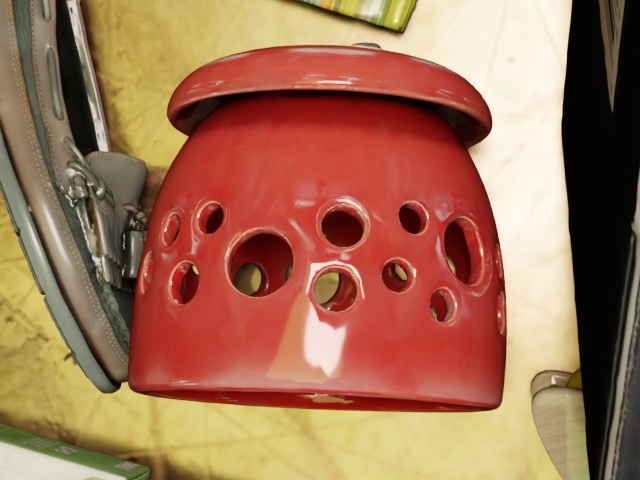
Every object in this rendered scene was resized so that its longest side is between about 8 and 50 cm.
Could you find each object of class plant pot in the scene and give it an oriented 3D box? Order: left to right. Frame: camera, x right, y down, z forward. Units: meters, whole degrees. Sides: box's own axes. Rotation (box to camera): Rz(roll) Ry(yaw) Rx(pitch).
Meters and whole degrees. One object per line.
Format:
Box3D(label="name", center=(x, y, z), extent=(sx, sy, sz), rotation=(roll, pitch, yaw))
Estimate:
Box3D(label="plant pot", center=(0.000, 0.000, 0.826), extent=(0.191, 0.191, 0.174), rotation=(0, 80, 7))

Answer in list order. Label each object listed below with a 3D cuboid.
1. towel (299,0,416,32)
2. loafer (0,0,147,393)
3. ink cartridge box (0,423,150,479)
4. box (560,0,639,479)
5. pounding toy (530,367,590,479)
Box3D(label="towel", center=(-0.048, -0.199, 0.920), extent=(0.237, 0.021, 0.102), rotation=(19, 85, 9))
Box3D(label="loafer", center=(-0.138, -0.051, 0.891), extent=(0.084, 0.096, 0.267), rotation=(-23, 83, 0))
Box3D(label="ink cartridge box", center=(-0.160, 0.168, 0.899), extent=(0.209, 0.062, 0.109), rotation=(14, 90, 7))
Box3D(label="box", center=(0.345, -0.133, 0.594), extent=(0.472, 0.297, 0.479), rotation=(1, 133, 4))
Box3D(label="pounding toy", center=(0.241, 0.091, 0.802), extent=(0.270, 0.155, 0.154), rotation=(-3, 92, 7))
